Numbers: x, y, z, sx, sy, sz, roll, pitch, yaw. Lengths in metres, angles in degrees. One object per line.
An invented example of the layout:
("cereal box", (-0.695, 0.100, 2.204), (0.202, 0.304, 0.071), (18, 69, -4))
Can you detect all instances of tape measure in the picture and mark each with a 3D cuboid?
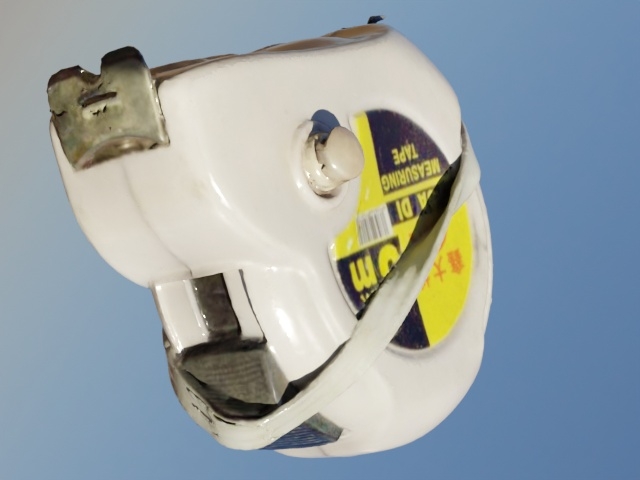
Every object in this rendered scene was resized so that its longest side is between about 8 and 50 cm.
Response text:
("tape measure", (0.000, 0.000, 0.738), (0.120, 0.197, 0.236), (-12, -175, 36))
